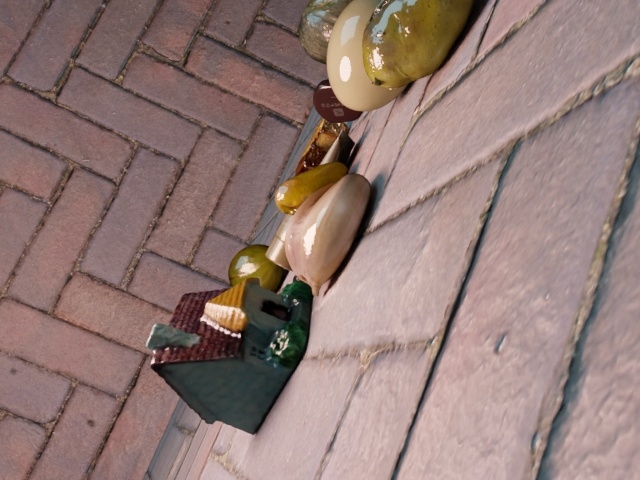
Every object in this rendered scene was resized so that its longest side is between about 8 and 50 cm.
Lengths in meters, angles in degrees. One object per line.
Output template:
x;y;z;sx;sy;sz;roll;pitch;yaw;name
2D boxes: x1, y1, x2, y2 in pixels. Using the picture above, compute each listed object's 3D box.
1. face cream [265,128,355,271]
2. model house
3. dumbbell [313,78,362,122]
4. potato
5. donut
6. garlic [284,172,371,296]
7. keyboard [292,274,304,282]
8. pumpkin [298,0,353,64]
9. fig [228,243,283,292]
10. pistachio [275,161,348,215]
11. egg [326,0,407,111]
-0.015;-0.094;1.665;0.341;0.084;0.137;-61;-17;2;face cream
-0.176;0.166;1.334;0.230;0.249;0.280;-60;10;22;model house
0.068;-0.429;1.914;0.124;0.140;0.225;67;-149;-41;dumbbell
0.163;-0.369;1.203;0.248;0.143;0.169;-48;43;44;potato
0.003;-0.236;1.925;0.141;0.085;0.217;-50;16;57;donut
0.005;-0.025;1.288;0.217;0.110;0.228;-43;22;57;garlic
-0.001;0.000;1.520;0.262;0.016;0.106;-61;10;22;keyboard
0.085;-0.685;2.147;0.291;0.257;0.327;-36;-34;-83;pumpkin
-0.118;0.063;1.811;0.259;0.151;0.151;-23;33;33;fig
-0.006;-0.107;1.538;0.189;0.100;0.110;-26;5;-32;pistachio
0.107;-0.370;1.399;0.186;0.186;0.241;-90;17;-70;egg
